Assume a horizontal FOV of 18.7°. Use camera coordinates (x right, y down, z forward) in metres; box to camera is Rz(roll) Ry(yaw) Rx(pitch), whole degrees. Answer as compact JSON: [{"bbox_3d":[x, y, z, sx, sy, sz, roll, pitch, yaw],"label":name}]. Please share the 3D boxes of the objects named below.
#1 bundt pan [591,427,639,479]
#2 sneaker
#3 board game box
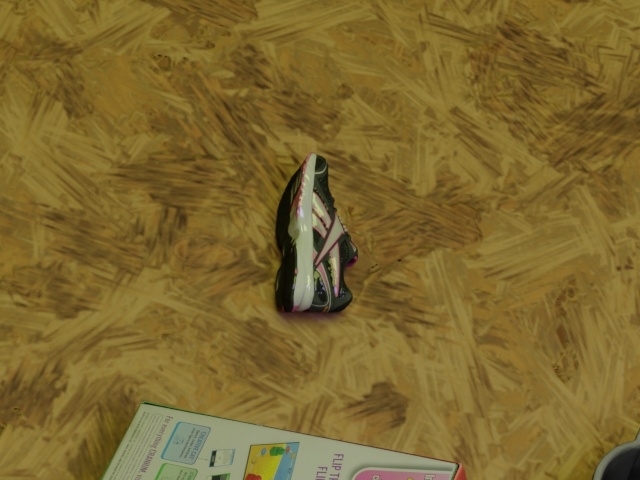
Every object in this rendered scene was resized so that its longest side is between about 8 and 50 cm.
[{"bbox_3d":[0.370,0.327,1.779,0.330,0.124,0.331,8,55,-11],"label":"bundt pan"},{"bbox_3d":[0.000,0.000,1.960,0.077,0.072,0.178,14,61,-19],"label":"sneaker"},{"bbox_3d":[-0.058,0.275,1.673,0.316,0.064,0.242,9,51,23],"label":"board game box"}]
